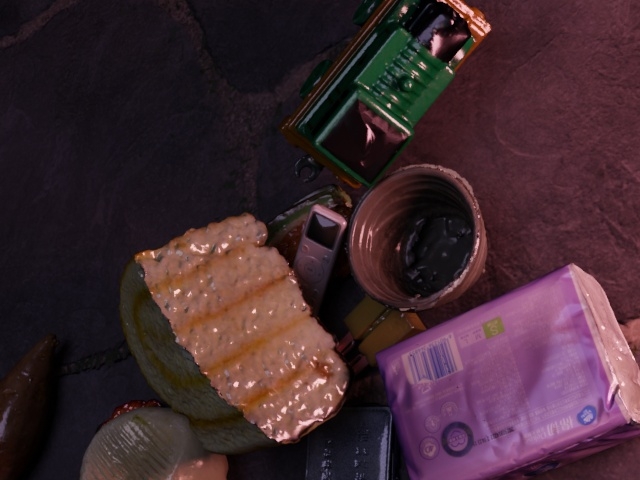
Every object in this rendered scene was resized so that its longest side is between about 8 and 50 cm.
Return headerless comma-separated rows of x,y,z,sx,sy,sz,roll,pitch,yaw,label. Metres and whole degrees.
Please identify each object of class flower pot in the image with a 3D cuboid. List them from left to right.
0.169,0.008,1.838,0.235,0.140,0.235,-10,71,31,flower pot

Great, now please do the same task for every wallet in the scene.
0.046,0.365,1.866,0.167,0.036,0.222,-4,73,33,wallet

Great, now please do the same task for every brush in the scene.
0.059,0.178,1.916,0.233,0.047,0.103,-46,55,21,brush

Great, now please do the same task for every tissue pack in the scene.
0.277,0.211,1.688,0.338,0.160,0.242,-27,63,23,tissue pack

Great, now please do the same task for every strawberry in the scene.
-0.335,0.339,2.122,0.152,0.048,0.104,-25,55,13,strawberry

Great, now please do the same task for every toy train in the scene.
0.102,-0.249,1.875,0.429,0.178,0.249,-50,16,12,toy train

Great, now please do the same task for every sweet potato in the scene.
-0.574,0.332,2.236,0.131,0.131,0.336,22,89,36,sweet potato

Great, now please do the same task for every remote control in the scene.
-0.018,0.059,1.927,0.067,0.029,0.261,27,125,14,remote control

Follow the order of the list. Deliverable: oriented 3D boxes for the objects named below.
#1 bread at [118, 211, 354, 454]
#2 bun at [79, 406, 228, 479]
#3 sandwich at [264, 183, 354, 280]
-0.141,0.185,1.905,0.395,0.239,0.264,55,147,18,bread
-0.269,0.403,1.991,0.259,0.160,0.259,-16,53,22,bun
-0.008,0.004,1.988,0.185,0.109,0.160,-36,79,17,sandwich
